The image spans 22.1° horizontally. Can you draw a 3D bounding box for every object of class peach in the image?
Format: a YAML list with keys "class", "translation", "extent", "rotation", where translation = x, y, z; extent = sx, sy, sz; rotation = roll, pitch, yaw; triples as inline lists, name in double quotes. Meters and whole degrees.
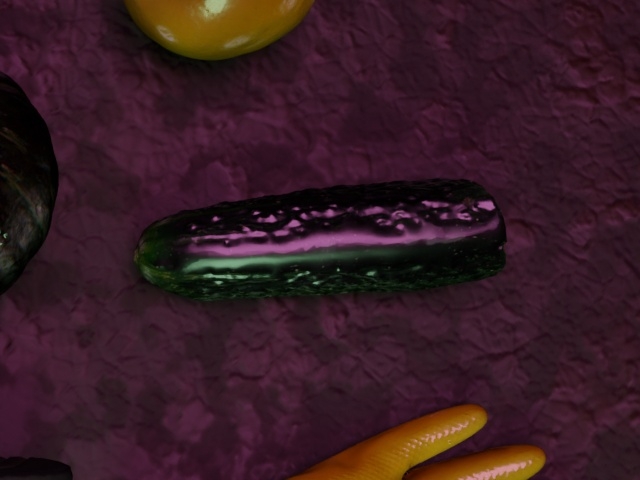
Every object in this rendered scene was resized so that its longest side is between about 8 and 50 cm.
- class: "peach"
  translation: [-0.062, -0.184, 1.056]
  extent: [0.138, 0.138, 0.138]
  rotation: [2, 79, -13]

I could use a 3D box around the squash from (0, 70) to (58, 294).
- class: "squash"
  translation: [-0.254, -0.034, 0.969]
  extent: [0.193, 0.156, 0.193]
  rotation: [-2, 68, 4]

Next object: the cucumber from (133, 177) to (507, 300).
- class: "cucumber"
  translation: [-0.001, 0.000, 1.065]
  extent: [0.241, 0.074, 0.074]
  rotation: [-5, 81, -13]

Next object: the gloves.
- class: "gloves"
  translation: [0.030, 0.192, 1.028]
  extent: [0.294, 0.116, 0.133]
  rotation: [-13, 90, -22]

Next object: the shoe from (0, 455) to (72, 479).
- class: "shoe"
  translation: [-0.283, 0.212, 0.943]
  extent: [0.293, 0.109, 0.149]
  rotation: [-6, 85, -12]
